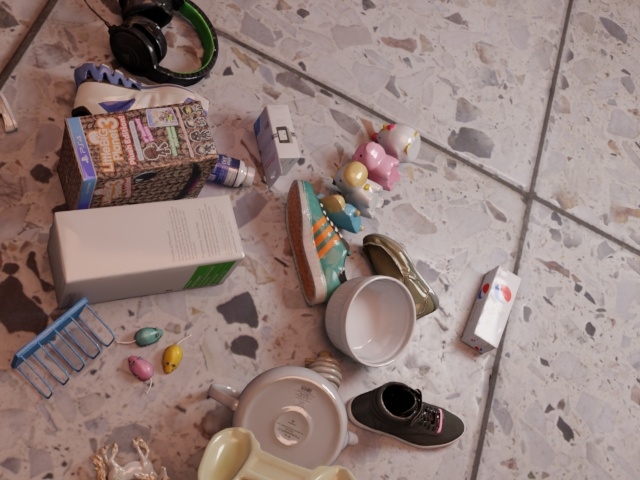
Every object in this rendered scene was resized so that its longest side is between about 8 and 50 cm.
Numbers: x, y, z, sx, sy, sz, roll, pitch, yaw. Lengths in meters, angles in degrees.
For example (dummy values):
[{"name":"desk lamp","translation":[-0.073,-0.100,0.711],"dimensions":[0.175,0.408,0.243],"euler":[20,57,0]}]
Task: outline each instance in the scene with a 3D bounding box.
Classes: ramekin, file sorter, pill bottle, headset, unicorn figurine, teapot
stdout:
[{"name":"ramekin","translation":[0.107,0.179,1.826],"dimensions":[0.207,0.109,0.207],"euler":[-3,96,-34]},{"name":"file sorter","translation":[-0.507,0.217,1.586],"dimensions":[0.104,0.118,0.170],"euler":[48,59,-3]},{"name":"pill bottle","translation":[-0.219,-0.165,1.890],"dimensions":[0.120,0.067,0.067],"euler":[15,64,-17]},{"name":"headset","translation":[-0.414,-0.523,1.890],"dimensions":[0.394,0.185,0.244],"euler":[19,62,-27]},{"name":"unicorn figurine","translation":[-0.367,0.449,1.587],"dimensions":[0.161,0.060,0.111],"euler":[-13,74,-10]},{"name":"teapot","translation":[-0.072,0.372,1.666],"dimensions":[0.252,0.187,0.256],"euler":[-24,91,-7]}]

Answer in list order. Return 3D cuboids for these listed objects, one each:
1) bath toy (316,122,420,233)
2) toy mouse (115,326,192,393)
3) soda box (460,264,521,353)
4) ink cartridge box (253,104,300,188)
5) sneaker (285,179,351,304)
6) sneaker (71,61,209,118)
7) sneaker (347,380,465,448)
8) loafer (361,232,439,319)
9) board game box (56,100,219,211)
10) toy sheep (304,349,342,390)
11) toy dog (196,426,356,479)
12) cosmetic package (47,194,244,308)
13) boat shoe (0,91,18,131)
[{"name":"bath toy","translation":[0.123,-0.180,2.013],"dimensions":[0.129,0.151,0.348],"euler":[22,55,27]},{"name":"toy mouse","translation":[-0.363,0.235,1.685],"dimensions":[0.143,0.031,0.161],"euler":[27,61,-11]},{"name":"soda box","translation":[0.432,0.173,2.023],"dimensions":[0.073,0.069,0.216],"euler":[32,60,-8]},{"name":"ink cartridge box","translation":[-0.103,-0.226,1.943],"dimensions":[0.060,0.104,0.180],"euler":[-6,72,-26]},{"name":"sneaker","translation":[0.000,0.000,1.898],"dimensions":[0.120,0.108,0.302],"euler":[-7,80,-26]},{"name":"sneaker","translation":[-0.426,-0.272,1.828],"dimensions":[0.315,0.127,0.182],"euler":[14,68,-9]},{"name":"sneaker","translation":[0.221,0.395,1.798],"dimensions":[0.295,0.147,0.105],"euler":[16,62,-17]},{"name":"loafer","translation":[0.184,0.090,1.938],"dimensions":[0.251,0.094,0.087],"euler":[48,55,1]},{"name":"board game box","translation":[-0.398,-0.167,1.722],"dimensions":[0.290,0.232,0.141],"euler":[-13,75,-26]},{"name":"toy sheep","translation":[0.005,0.306,1.781],"dimensions":[0.091,0.091,0.132],"euler":[16,58,-16]},{"name":"toy dog","translation":[-0.111,0.621,1.439],"dimensions":[0.284,0.408,0.395],"euler":[11,31,10]},{"name":"cosmetic package","translation":[-0.370,0.021,1.678],"dimensions":[0.365,0.197,0.155],"euler":[-9,74,-24]},{"name":"boat shoe","translation":[-0.701,-0.283,1.758],"dimensions":[0.035,0.035,0.100],"euler":[-24,86,-32]}]
